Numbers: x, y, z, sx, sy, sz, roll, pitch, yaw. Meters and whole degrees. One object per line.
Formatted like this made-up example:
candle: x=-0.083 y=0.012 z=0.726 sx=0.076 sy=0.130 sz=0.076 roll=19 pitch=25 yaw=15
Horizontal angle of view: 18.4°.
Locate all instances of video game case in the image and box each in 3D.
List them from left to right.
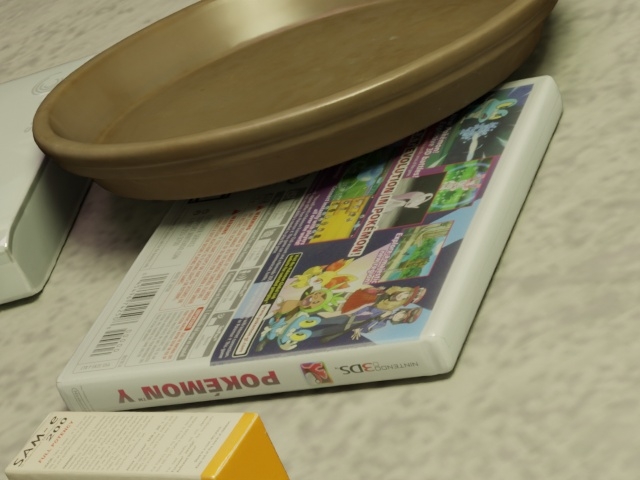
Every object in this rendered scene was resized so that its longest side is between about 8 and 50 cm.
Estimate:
video game case: x=0.000 y=0.000 z=0.876 sx=0.183 sy=0.023 sz=0.201 roll=-9 pitch=31 yaw=28

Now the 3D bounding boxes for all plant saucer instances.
plant saucer: x=-0.007 y=-0.089 z=0.978 sx=0.278 sy=0.041 sz=0.278 roll=-18 pitch=20 yaw=7

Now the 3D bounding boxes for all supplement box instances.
supplement box: x=-0.057 y=0.095 z=0.713 sx=0.098 sy=0.062 sz=0.036 roll=-3 pitch=36 yaw=34

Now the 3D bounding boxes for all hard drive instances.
hard drive: x=-0.271 y=-0.002 z=1.075 sx=0.307 sy=0.040 sz=0.203 roll=-16 pitch=29 yaw=18
